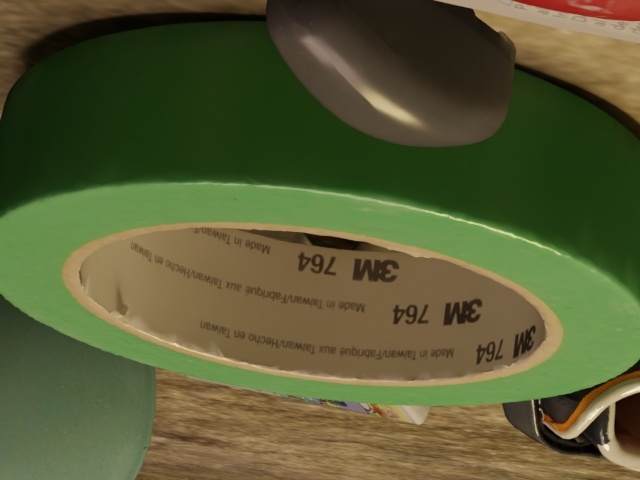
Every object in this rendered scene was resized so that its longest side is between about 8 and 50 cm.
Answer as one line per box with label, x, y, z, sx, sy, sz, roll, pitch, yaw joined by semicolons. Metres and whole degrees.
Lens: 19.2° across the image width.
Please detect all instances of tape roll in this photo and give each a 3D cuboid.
tape roll;0.000;0.000;0.904;0.321;0.077;0.321;7;161;3

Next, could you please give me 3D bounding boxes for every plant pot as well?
plant pot;-0.261;0.098;1.274;0.255;0.272;0.271;-2;176;-36

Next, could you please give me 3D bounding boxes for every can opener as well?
can opener;-0.003;-0.100;0.486;0.076;0.095;0.283;1;166;29

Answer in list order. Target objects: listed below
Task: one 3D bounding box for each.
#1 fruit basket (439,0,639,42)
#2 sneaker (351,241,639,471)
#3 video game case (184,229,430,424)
fruit basket;0.114;-0.097;0.309;0.353;0.165;0.327;17;164;-4
sneaker;0.136;0.061;1.077;0.321;0.127;0.126;-1;166;44
video game case;-0.052;0.044;1.189;0.193;0.023;0.212;8;152;33
